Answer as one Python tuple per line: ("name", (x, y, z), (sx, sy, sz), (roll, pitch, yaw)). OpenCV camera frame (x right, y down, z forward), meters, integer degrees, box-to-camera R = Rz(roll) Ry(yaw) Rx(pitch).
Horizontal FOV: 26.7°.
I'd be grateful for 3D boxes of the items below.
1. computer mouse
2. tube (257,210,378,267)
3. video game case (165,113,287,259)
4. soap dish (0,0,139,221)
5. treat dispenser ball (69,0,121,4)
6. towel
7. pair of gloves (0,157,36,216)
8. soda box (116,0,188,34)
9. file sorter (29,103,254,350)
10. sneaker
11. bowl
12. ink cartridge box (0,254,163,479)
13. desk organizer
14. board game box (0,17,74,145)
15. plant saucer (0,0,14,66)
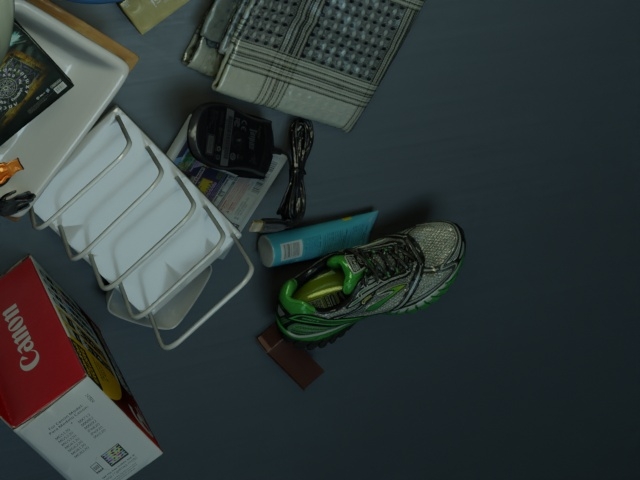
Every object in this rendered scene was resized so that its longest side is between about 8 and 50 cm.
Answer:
("computer mouse", (-0.116, -0.104, 1.991), (0.262, 0.060, 0.184), (3, 91, -49))
("tube", (0.000, 0.000, 2.189), (0.207, 0.052, 0.080), (-11, 139, -30))
("video game case", (-0.172, -0.078, 2.053), (0.183, 0.023, 0.201), (20, 111, -38))
("soap dish", (-0.416, -0.191, 1.774), (0.229, 0.118, 0.291), (29, 105, -39))
("treat dispenser ball", (-0.267, -0.423, 1.580), (0.288, 0.288, 0.288), (-15, 128, -20))
("towel", (-0.005, -0.327, 1.950), (0.324, 0.056, 0.312), (17, 113, -35))
("pair of gloves", (-0.418, -0.066, 1.775), (0.074, 0.010, 0.083), (-24, 132, -12))
("soda box", (-0.193, -0.361, 1.819), (0.181, 0.058, 0.061), (-37, 132, -2))
("file sorter", (-0.256, -0.013, 1.909), (0.193, 0.173, 0.277), (-42, 115, 2))
("sneaker", (0.087, 0.063, 2.192), (0.344, 0.134, 0.146), (-28, 158, -10))
("bowl", (-0.257, 0.061, 2.083), (0.142, 0.053, 0.142), (20, 110, -38))
("ink cartridge box", (-0.388, 0.175, 1.917), (0.130, 0.309, 0.272), (-37, 132, -2))
("desk organizer", (-0.051, 0.196, 2.297), (0.050, 0.047, 0.130), (-41, 132, -1))
("board game box", (-0.418, -0.180, 1.683), (0.186, 0.026, 0.126), (-39, 131, 0))
("plant saucer", (-0.422, -0.350, 1.485), (0.101, 0.400, 0.400), (-25, 131, -27))
